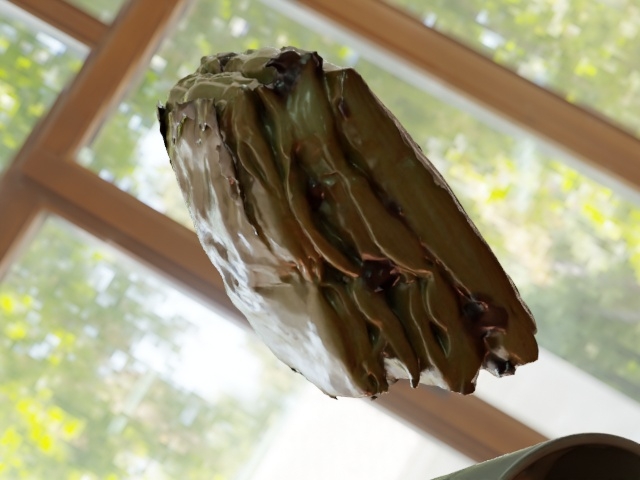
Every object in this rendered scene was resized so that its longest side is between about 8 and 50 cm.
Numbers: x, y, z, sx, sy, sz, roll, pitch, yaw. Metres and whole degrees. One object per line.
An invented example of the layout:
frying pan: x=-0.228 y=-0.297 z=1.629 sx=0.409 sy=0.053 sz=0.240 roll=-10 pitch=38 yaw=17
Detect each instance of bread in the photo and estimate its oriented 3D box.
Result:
bread: x=0.000 y=0.000 z=1.440 sx=0.167 sy=0.324 sz=0.277 roll=-43 pitch=17 yaw=-14

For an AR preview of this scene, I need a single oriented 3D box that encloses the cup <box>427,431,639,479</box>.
cup: x=0.147 y=0.245 z=1.150 sx=0.290 sy=0.219 sz=0.258 roll=-10 pitch=-11 yaw=-32
